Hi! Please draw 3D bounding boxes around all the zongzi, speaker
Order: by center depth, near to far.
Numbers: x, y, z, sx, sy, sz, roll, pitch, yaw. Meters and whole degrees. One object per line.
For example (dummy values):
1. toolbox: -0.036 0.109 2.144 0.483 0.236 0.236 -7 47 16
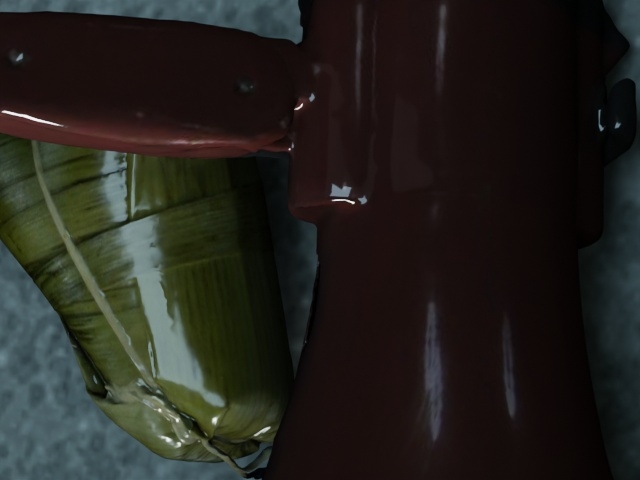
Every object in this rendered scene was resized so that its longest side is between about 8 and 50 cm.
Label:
1. speaker: 0.003 0.015 0.710 0.259 0.198 0.329 -6 76 6
2. zongzi: -0.108 0.023 0.825 0.204 0.094 0.205 -18 80 36
